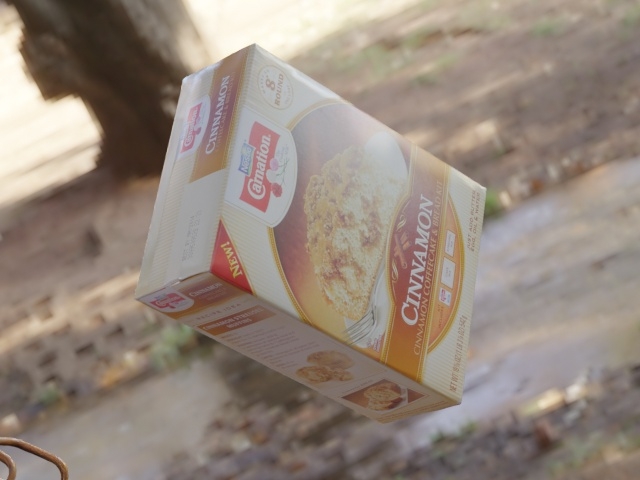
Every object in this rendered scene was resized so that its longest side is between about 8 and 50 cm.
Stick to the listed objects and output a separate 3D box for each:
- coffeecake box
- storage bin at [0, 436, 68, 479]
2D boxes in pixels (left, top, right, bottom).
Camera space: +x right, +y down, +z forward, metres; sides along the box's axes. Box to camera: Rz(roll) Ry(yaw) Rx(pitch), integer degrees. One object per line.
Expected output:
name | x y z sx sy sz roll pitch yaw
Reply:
coffeecake box | 0.000 0.000 0.994 0.068 0.185 0.142 -21 50 45
storage bin | -0.137 0.110 0.616 0.091 0.098 0.135 20 4 27
